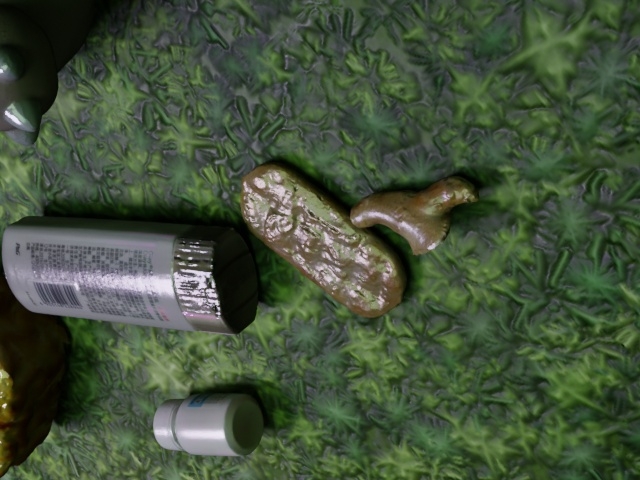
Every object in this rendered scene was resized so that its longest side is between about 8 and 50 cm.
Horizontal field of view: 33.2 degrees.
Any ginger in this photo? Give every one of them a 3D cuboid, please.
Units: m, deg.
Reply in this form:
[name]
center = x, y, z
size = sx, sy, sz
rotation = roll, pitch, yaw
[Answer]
[ginger]
center = 0.066, -0.014, 0.721
size = 0.097, 0.030, 0.048
rotation = -11, 83, 34

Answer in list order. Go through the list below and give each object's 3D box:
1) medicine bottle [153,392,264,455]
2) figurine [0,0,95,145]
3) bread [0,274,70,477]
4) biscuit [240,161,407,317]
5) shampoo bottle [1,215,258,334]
[medicine bottle]
center = -0.095, 0.156, 0.913
size = 0.089, 0.052, 0.052
rotation = -7, 113, 36
[figurine]
center = -0.275, -0.236, 0.705
size = 0.248, 0.203, 0.380
rotation = -7, 103, 52
[bread]
center = -0.346, 0.105, 1.011
size = 0.222, 0.096, 0.181
rotation = 32, 126, 11
[biscuit]
center = 0.000, 0.000, 0.779
size = 0.147, 0.018, 0.071
rotation = 39, 132, 8
[shampoo bottle]
center = -0.159, 0.026, 0.872
size = 0.227, 0.056, 0.086
rotation = 3, 117, 32
